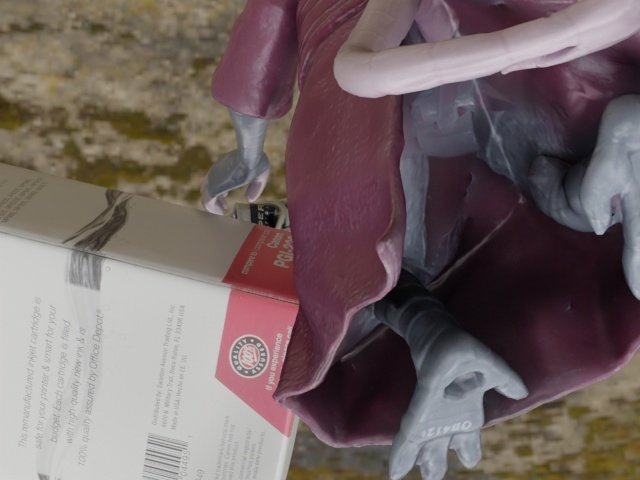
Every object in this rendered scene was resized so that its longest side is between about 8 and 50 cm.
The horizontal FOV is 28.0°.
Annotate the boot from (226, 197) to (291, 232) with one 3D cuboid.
[{"bbox_3d":[0.000,0.000,0.871,0.123,0.095,0.258,25,110,-26],"label":"boot"}]

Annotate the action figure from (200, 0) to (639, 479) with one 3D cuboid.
[{"bbox_3d":[0.027,-0.087,0.597,0.248,0.370,0.276,-19,137,5],"label":"action figure"}]

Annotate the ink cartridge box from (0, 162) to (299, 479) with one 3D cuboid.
[{"bbox_3d":[-0.115,0.060,0.708,0.217,0.092,0.159,13,114,3],"label":"ink cartridge box"}]
